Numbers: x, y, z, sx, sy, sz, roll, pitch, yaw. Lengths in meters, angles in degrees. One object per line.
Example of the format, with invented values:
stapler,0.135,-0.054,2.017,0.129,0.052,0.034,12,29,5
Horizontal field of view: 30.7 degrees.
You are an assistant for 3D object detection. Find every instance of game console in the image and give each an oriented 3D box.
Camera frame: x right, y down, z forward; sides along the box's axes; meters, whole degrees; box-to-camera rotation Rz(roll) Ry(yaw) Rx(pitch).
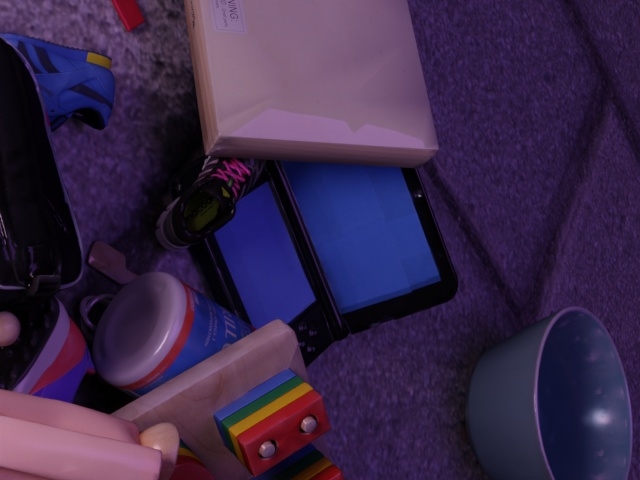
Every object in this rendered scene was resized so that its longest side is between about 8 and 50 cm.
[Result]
game console,0.000,0.000,1.384,0.250,0.173,0.293,-39,111,-49

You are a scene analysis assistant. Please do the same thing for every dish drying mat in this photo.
dish drying mat,-0.224,-0.275,1.297,0.032,0.008,0.083,-47,119,-46

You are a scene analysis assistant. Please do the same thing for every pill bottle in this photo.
pill bottle,-0.114,0.132,1.200,0.221,0.124,0.124,37,54,-40

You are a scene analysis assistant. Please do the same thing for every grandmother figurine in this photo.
grandmother figurine,-0.275,0.151,0.894,0.342,0.104,0.207,20,62,-34

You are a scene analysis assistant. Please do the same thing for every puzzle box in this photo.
puzzle box,-0.025,-0.280,1.358,0.272,0.052,0.408,2,65,-25

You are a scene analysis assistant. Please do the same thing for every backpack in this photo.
backpack,-0.328,-0.057,0.956,0.225,0.191,0.253,2,73,-50

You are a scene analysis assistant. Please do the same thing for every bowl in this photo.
bowl,0.329,0.260,1.752,0.312,0.163,0.311,16,69,-50

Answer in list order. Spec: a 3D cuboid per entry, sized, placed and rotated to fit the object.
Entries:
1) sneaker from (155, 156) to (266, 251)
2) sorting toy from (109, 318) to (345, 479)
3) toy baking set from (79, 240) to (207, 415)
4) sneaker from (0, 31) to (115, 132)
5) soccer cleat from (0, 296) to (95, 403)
sneaker,-0.109,-0.056,1.274,0.063,0.075,0.170,45,76,-19
sorting toy,-0.092,0.251,1.130,0.255,0.089,0.257,-29,126,-21
toy baking set,-0.174,0.125,1.246,0.197,0.030,0.256,0,82,-52
sneaker,-0.284,-0.152,1.141,0.209,0.069,0.082,5,81,-52
soccer cleat,-0.293,0.197,1.024,0.116,0.109,0.318,61,40,-43
